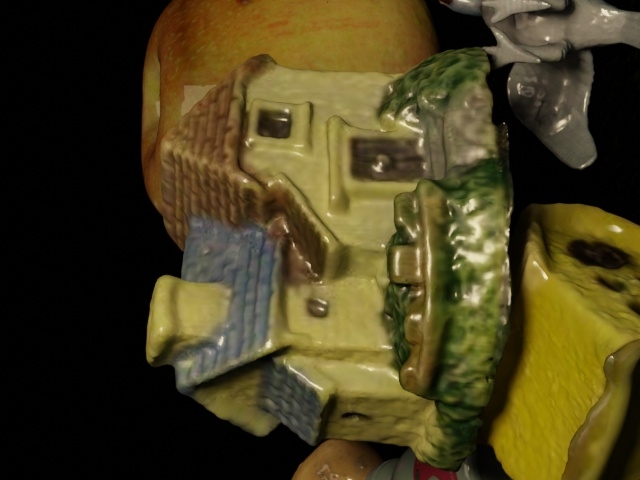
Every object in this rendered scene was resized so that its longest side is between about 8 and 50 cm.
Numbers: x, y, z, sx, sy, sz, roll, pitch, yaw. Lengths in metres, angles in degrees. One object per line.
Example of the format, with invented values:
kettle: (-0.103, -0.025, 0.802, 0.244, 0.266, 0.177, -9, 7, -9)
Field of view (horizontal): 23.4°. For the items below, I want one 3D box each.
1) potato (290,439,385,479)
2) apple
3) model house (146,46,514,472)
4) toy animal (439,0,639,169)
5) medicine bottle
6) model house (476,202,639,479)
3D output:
potato: (0.018, 0.275, 1.613, 0.112, 0.112, 0.147, 36, 115, 57)
apple: (-0.040, -0.133, 1.530, 0.319, 0.277, 0.319, 180, 90, -64)
model house: (0.000, 0.000, 1.233, 0.261, 0.266, 0.321, 98, 174, -56)
toy animal: (0.197, -0.193, 1.296, 0.255, 0.176, 0.239, 16, 111, 26)
medicine bottle: (0.117, 0.223, 1.433, 0.217, 0.090, 0.090, -33, 62, 59)
model house: (0.198, 0.092, 1.184, 0.234, 0.175, 0.193, 47, 133, 46)
